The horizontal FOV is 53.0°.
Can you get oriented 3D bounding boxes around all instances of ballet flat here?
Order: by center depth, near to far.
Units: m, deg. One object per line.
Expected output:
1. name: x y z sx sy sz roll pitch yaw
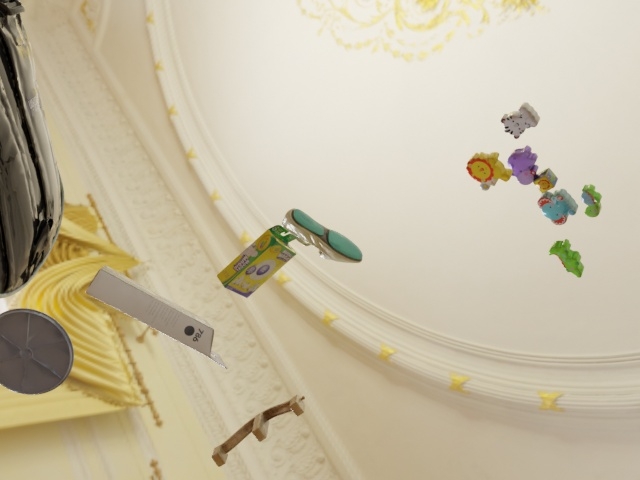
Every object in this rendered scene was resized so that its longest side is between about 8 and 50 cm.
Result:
1. ballet flat: 0.000 0.000 1.744 0.086 0.248 0.086 -49 -163 21

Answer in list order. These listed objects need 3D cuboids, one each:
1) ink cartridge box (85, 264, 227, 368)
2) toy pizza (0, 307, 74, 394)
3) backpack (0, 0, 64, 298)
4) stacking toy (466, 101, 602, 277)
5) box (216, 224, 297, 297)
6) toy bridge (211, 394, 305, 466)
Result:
1. ink cartridge box: -0.338 0.162 1.387 0.065 0.332 0.165 -59 -165 -8
2. toy pizza: -0.635 0.240 1.397 0.032 0.201 0.201 -91 -161 -77
3. backpack: -0.344 -0.073 0.587 0.225 0.190 0.254 -88 171 -59
4. stacking toy: 0.312 -0.074 0.912 0.221 0.167 0.052 48 -41 -9
5. box: -0.130 0.045 1.415 0.179 0.105 0.043 -44 -119 5
6. toy bridge: -0.103 0.321 1.111 0.188 0.063 0.026 -35 -81 8
